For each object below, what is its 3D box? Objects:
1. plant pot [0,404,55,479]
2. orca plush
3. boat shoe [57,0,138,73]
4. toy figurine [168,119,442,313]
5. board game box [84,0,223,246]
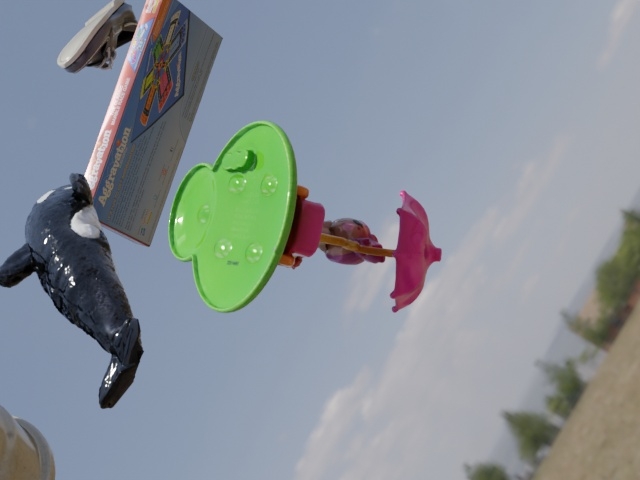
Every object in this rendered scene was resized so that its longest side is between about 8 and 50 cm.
[{"bbox_3d":[-0.498,0.200,1.477,0.334,0.333,0.305,-51,-49,-36],"label":"plant pot"},{"bbox_3d":[-0.233,0.043,1.248,0.102,0.287,0.151,-15,-44,-13],"label":"orca plush"},{"bbox_3d":[-0.283,-0.260,1.846,0.075,0.065,0.206,-32,19,24],"label":"boat shoe"},{"bbox_3d":[0.000,0.000,0.980,0.173,0.159,0.130,3,80,59],"label":"toy figurine"},{"bbox_3d":[-0.205,-0.144,1.690,0.145,0.027,0.281,33,-107,-63],"label":"board game box"}]
